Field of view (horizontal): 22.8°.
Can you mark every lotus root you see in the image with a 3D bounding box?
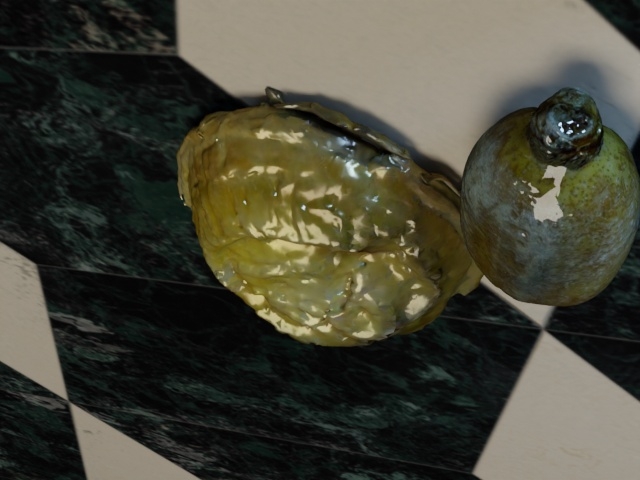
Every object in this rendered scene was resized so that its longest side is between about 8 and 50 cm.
[{"bbox_3d":[0.140,-0.026,0.967,0.113,0.088,0.192,23,155,11],"label":"lotus root"}]

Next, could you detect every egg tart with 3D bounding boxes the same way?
[{"bbox_3d":[0.000,0.000,1.125,0.231,0.098,0.252,4,146,24],"label":"egg tart"}]
